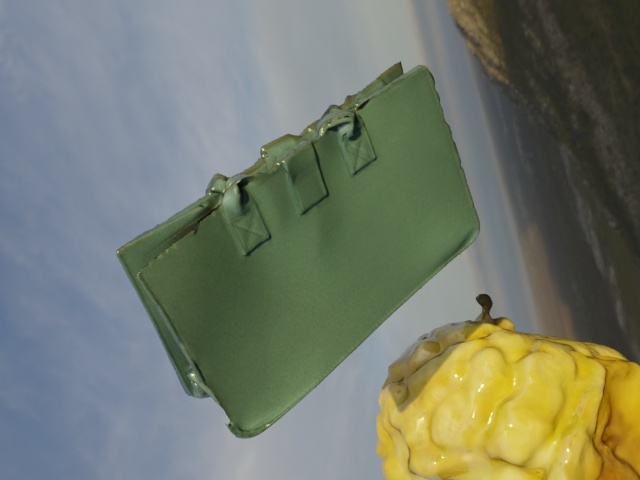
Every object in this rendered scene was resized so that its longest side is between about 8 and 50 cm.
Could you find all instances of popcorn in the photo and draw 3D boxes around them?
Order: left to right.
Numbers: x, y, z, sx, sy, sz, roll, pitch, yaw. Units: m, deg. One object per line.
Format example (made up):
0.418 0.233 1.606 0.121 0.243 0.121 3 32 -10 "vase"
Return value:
0.226 0.260 0.826 0.349 0.349 0.381 31 -110 -73 "popcorn"

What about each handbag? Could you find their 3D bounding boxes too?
0.000 0.000 0.426 0.057 0.221 0.144 28 145 45 "handbag"
